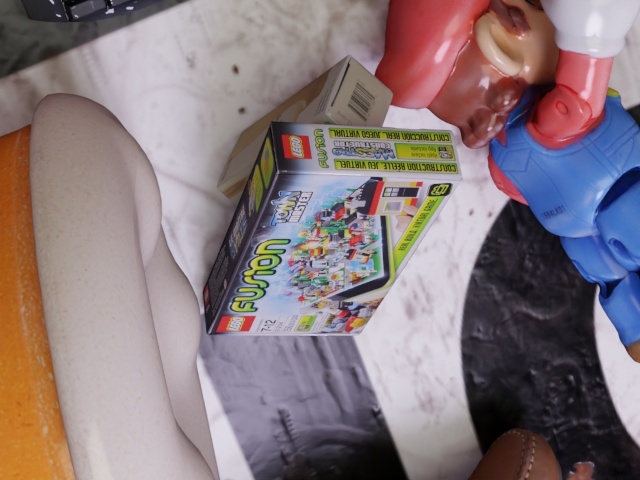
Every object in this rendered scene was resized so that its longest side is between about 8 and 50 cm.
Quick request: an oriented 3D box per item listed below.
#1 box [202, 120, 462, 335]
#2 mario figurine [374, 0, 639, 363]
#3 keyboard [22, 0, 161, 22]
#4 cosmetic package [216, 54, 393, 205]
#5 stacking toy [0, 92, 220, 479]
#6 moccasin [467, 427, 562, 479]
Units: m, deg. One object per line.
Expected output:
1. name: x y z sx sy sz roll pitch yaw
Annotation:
1. box: 0.000 0.000 0.793 0.114 0.207 0.036 1 60 -17
2. mario figurine: 0.176 -0.085 0.813 0.198 0.170 0.320 -38 91 38
3. keyboard: -0.123 -0.294 0.719 0.201 0.033 0.317 -27 122 -20
4. cosmetic package: -0.011 -0.063 0.798 0.041 0.060 0.115 39 135 -21
5. stacking toy: -0.294 0.134 0.678 0.479 0.350 0.351 -13 108 -3
6. moccasin: 0.029 0.262 0.866 0.380 0.139 0.147 -42 87 -20
